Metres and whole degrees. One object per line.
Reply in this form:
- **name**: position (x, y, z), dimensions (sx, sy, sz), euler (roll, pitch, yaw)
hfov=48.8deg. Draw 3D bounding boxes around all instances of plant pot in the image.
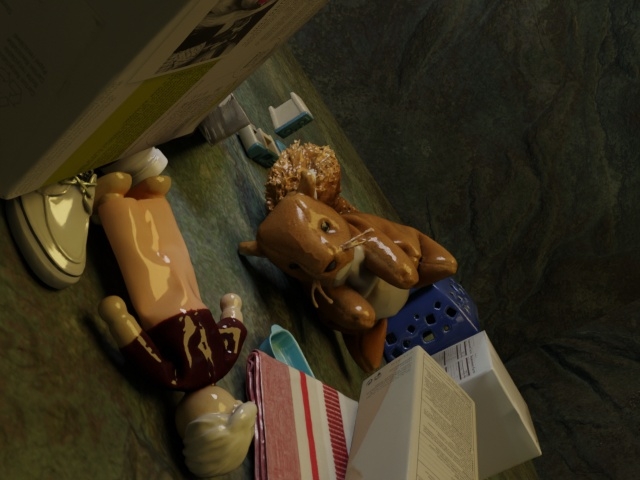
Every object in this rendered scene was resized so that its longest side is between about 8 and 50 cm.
- **plant pot**: position (0.241, 0.174, 1.770), dimensions (0.212, 0.236, 0.236), euler (53, 15, -5)

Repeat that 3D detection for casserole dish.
- **casserole dish**: position (-0.040, 0.219, 1.069), dimensions (0.189, 0.037, 0.114), euler (62, 14, 7)

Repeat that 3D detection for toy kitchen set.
- **toy kitchen set**: position (-0.062, -0.210, 1.571), dimensions (0.122, 0.166, 0.207), euler (65, 15, 16)

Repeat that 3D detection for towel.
- **towel**: position (0.028, 0.307, 0.971), dimensions (0.329, 0.037, 0.237), euler (35, 30, -34)

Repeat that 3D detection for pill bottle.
- **pill bottle**: position (-0.264, -0.139, 0.884), dimensions (0.152, 0.086, 0.086), euler (53, 16, -28)

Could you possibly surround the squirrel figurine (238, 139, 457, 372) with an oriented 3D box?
- **squirrel figurine**: position (0.000, 0.000, 1.316), dimensions (0.370, 0.281, 0.397), euler (27, 21, -48)

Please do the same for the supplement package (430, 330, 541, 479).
- **supplement package**: position (0.263, 0.350, 1.409), dimensions (0.199, 0.262, 0.198), euler (59, 14, -8)

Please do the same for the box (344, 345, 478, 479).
- **box**: position (0.127, 0.301, 0.959), dimensions (0.148, 0.121, 0.311), euler (47, 25, -11)

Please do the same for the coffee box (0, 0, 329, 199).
- **coffee box**: position (-0.202, -0.299, 0.667), dimensions (0.338, 0.338, 0.334), euler (52, 29, -3)

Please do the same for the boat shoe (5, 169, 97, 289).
- **boat shoe**: position (-0.271, -0.062, 0.726), dimensions (0.083, 0.075, 0.226), euler (34, 30, -60)

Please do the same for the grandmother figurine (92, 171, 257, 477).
- **grandmother figurine**: position (-0.160, 0.093, 0.792), dimensions (0.207, 0.104, 0.343), euler (-6, 68, -47)

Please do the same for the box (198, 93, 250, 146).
- **box**: position (-0.218, -0.285, 1.193), dimensions (0.243, 0.076, 0.307), euler (58, -2, -14)

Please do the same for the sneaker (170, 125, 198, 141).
- **sneaker**: position (-0.261, -0.221, 0.948), dimensions (0.135, 0.098, 0.276), euler (22, -14, 38)
